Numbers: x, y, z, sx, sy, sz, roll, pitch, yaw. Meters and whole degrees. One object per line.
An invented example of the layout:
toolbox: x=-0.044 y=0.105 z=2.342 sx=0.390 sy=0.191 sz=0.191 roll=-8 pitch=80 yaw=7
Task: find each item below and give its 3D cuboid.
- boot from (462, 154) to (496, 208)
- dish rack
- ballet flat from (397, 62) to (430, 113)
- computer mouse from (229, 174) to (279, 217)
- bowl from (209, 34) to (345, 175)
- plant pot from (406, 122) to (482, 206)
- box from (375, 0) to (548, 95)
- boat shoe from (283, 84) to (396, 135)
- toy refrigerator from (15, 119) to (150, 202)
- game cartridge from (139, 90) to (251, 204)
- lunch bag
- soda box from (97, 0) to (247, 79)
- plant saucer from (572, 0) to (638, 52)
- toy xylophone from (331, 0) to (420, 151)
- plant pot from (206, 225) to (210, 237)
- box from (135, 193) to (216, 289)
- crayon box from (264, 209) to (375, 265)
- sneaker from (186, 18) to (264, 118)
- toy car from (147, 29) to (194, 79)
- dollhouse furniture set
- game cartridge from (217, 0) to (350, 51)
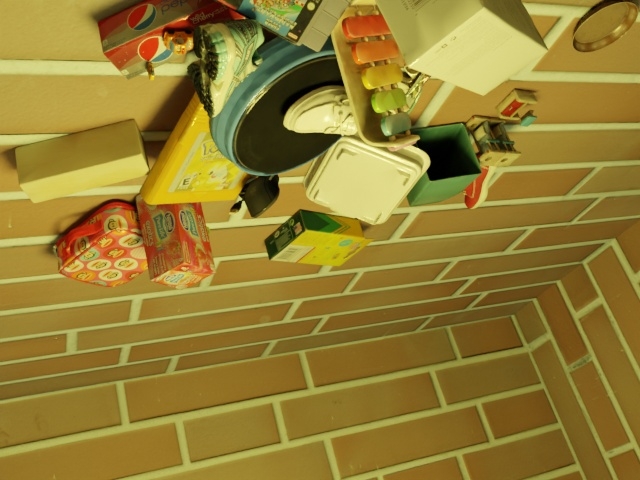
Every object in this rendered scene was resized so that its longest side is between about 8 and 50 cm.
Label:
boot: x=0.450 y=-0.179 z=2.200 sx=0.176 sy=0.089 sz=0.244 roll=-13 pitch=146 yaw=-9
dish rack: x=0.115 y=-0.163 z=1.884 sx=0.285 sy=0.072 sz=0.333 roll=19 pitch=146 yaw=-10
ballet flat: x=0.226 y=-0.395 z=1.639 sx=0.079 sy=0.077 sz=0.221 roll=16 pitch=137 yaw=-22
computer mouse: x=-0.182 y=-0.121 z=1.766 sx=0.184 sy=0.262 sz=0.060 roll=-36 pitch=111 yaw=20
bowl: x=-0.056 y=-0.295 z=1.526 sx=0.391 sy=0.077 sz=0.391 roll=-28 pitch=156 yaw=-14
plant pot: x=0.326 y=-0.202 z=1.993 sx=0.165 sy=0.166 sz=0.234 roll=-10 pitch=160 yaw=-16
box: x=0.270 y=-0.439 z=1.327 sx=0.168 sy=0.215 sz=0.345 roll=-33 pitch=162 yaw=32
boat shoe: x=0.052 y=-0.275 z=1.485 sx=0.277 sy=0.096 sz=0.098 roll=-20 pitch=152 yaw=-30
toy refrigerator: x=-0.531 y=-0.176 z=1.541 sx=0.269 sy=0.102 sz=0.094 roll=-15 pitch=155 yaw=-7
game cartridge: x=-0.235 y=-0.213 z=1.596 sx=0.285 sy=0.053 sz=0.324 roll=-8 pitch=146 yaw=-49
lunch bag: x=-0.581 y=0.015 z=1.876 sx=0.293 sy=0.120 sz=0.258 roll=-30 pitch=152 yaw=26
soda box: x=-0.273 y=-0.402 z=1.269 sx=0.263 sy=0.084 sz=0.092 roll=-22 pitch=153 yaw=7
plant saucer: x=0.701 y=-0.536 z=1.699 sx=0.168 sy=0.029 sz=0.168 roll=-14 pitch=154 yaw=-7
toy xylophone: x=0.124 y=-0.348 z=1.421 sx=0.081 sy=0.323 sz=0.236 roll=-10 pitch=-162 yaw=36
plant pot: x=-0.364 y=0.009 z=2.052 sx=0.083 sy=0.079 sz=0.083 roll=-15 pitch=154 yaw=-7
box: x=-0.378 y=-0.016 z=1.782 sx=0.122 sy=0.257 sz=0.128 roll=-27 pitch=153 yaw=22
crayon box: x=0.000 y=0.000 z=2.270 sx=0.318 sy=0.081 sz=0.202 roll=8 pitch=145 yaw=-42
sneaker: x=-0.168 y=-0.318 z=1.275 sx=0.122 sy=0.110 sz=0.283 roll=-25 pitch=178 yaw=-19
toy car: x=-0.272 y=-0.334 z=1.259 sx=0.060 sy=0.041 sz=0.122 roll=4 pitch=146 yaw=-36
dollhouse furniture set: x=0.512 y=-0.312 z=1.910 sx=0.128 sy=0.129 sz=0.184 roll=-1 pitch=152 yaw=-32
game cartridge: x=-0.068 y=-0.484 z=1.176 sx=0.355 sy=0.068 sz=0.230 roll=13 pitch=113 yaw=-48
